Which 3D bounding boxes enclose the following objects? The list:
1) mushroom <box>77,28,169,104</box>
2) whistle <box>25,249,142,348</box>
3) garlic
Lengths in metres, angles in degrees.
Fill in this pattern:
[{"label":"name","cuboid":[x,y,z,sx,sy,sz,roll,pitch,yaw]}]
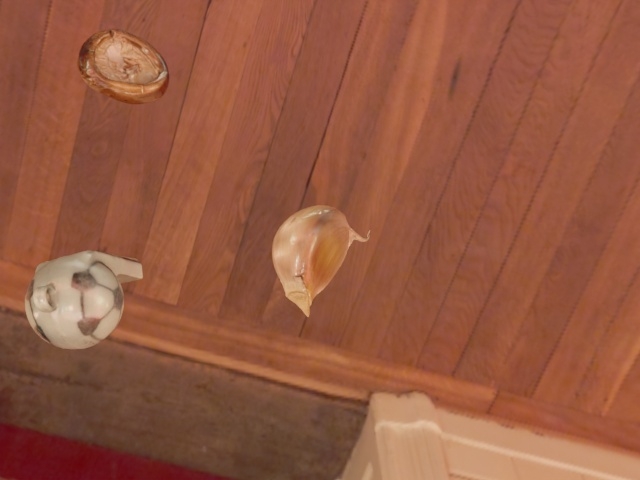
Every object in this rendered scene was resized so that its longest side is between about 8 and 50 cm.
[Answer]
[{"label":"mushroom","cuboid":[-0.262,-0.228,1.116,0.123,0.123,0.052,24,137,-12]},{"label":"whistle","cuboid":[-0.381,0.100,1.358,0.163,0.290,0.163,-2,83,13]},{"label":"garlic","cuboid":[0.003,-0.004,1.604,0.128,0.266,0.148,27,140,29]}]
